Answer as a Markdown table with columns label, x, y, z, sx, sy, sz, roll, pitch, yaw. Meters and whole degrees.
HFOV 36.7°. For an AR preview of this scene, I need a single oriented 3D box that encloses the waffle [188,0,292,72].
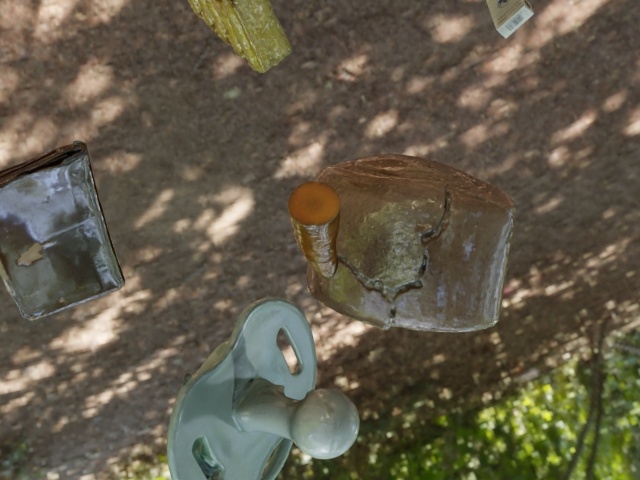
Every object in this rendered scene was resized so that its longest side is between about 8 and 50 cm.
| label | x | y | z | sx | sy | sz | roll | pitch | yaw |
| --- | --- | --- | --- | --- | --- | --- | --- | --- | --- |
| waffle | -0.129 | -0.324 | 1.186 | 0.057 | 0.274 | 0.168 | -31 | 127 | -7 |

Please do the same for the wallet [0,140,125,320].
| label | x | y | z | sx | sy | sz | roll | pitch | yaw |
| --- | --- | --- | --- | --- | --- | --- | --- | --- | --- |
| wallet | -0.210 | -0.003 | 0.755 | 0.095 | 0.026 | 0.176 | -23 | 149 | -14 |

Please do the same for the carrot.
| label | x | y | z | sx | sy | sz | roll | pitch | yaw |
| --- | --- | --- | --- | --- | --- | --- | --- | --- | --- |
| carrot | 0.000 | 0.000 | 1.181 | 0.061 | 0.061 | 0.210 | -18 | 156 | -4 |

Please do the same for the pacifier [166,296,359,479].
| label | x | y | z | sx | sy | sz | roll | pitch | yaw |
| --- | --- | --- | --- | --- | --- | --- | --- | --- | --- |
| pacifier | -0.061 | 0.257 | 1.398 | 0.269 | 0.343 | 0.288 | 9 | 137 | 37 |

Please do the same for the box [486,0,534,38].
| label | x | y | z | sx | sy | sz | roll | pitch | yaw |
| --- | --- | --- | --- | --- | --- | --- | --- | --- | --- |
| box | 0.270 | -0.333 | 1.380 | 0.024 | 0.083 | 0.054 | 29 | 126 | -29 |

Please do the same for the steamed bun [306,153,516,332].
| label | x | y | z | sx | sy | sz | roll | pitch | yaw |
| --- | --- | --- | --- | --- | --- | --- | --- | --- | --- |
| steamed bun | 0.122 | 0.013 | 1.388 | 0.301 | 0.251 | 0.199 | 9 | -161 | 7 |
